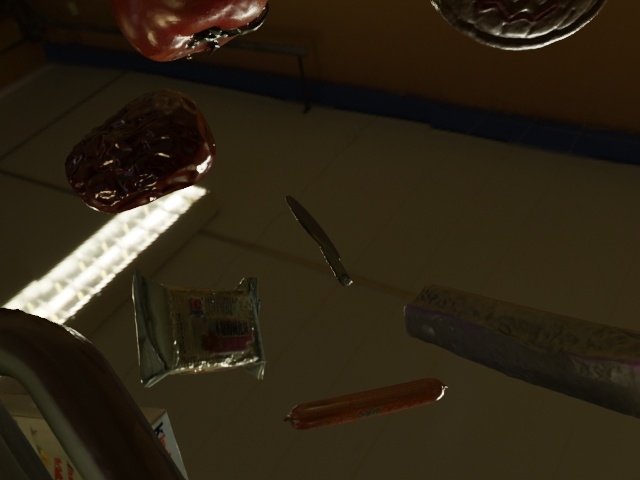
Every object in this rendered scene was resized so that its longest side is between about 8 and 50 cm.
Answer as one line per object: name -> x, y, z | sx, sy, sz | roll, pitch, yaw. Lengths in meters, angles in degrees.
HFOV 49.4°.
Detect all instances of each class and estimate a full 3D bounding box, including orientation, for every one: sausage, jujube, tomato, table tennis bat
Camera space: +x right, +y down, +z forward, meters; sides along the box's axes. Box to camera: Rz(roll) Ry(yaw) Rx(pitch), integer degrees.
sausage -> 0.096, 0.327, 1.394 | 0.348, 0.053, 0.053 | -8, -142, -15
jujube -> -0.272, -0.129, 1.065 | 0.230, 0.155, 0.155 | -31, -140, 4
tomato -> -0.148, -0.289, 0.779 | 0.187, 0.151, 0.187 | -16, -172, 2
table tennis bat -> 0.000, 0.000, 1.424 | 0.021, 0.154, 0.274 | -40, -139, 7

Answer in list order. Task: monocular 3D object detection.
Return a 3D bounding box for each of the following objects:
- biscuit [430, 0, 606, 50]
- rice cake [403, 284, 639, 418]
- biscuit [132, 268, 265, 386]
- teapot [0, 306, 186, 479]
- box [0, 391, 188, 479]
biscuit -> 0.262, -0.354, 0.835 | 0.273, 0.257, 0.049 | -8, -142, -24
rice cake -> 0.218, 0.107, 0.766 | 0.064, 0.070, 0.399 | -32, -162, -21
biscuit -> -0.190, 0.142, 1.134 | 0.079, 0.309, 0.186 | -14, -104, 31
teapot -> -0.203, 0.172, 0.353 | 0.312, 0.233, 0.315 | 44, -77, 10
box -> -0.265, 0.316, 0.846 | 0.265, 0.273, 0.048 | -3, -159, 26
